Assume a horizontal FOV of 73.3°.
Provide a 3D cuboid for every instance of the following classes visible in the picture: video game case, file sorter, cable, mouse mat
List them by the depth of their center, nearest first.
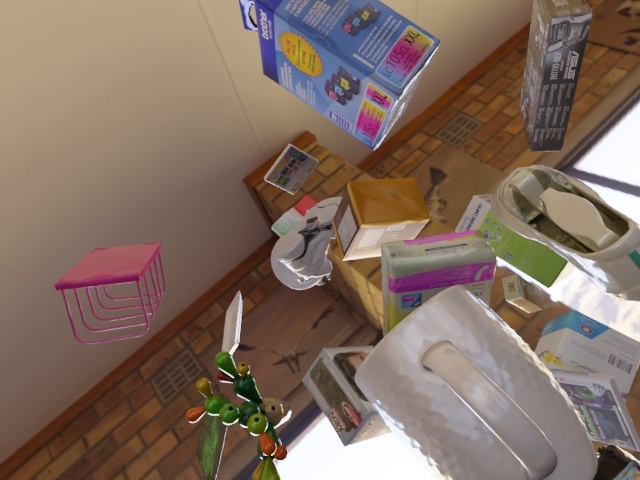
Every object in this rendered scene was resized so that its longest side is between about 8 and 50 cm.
[{"bbox_3d":[0.591,0.372,0.967,0.022,0.173,0.190,-35,-78,-31],"label":"video game case"},{"bbox_3d":[-0.281,0.510,1.105,0.007,0.153,0.189,8,-81,-32],"label":"mouse mat"},{"bbox_3d":[-0.571,0.140,1.228,0.202,0.290,0.182,-7,-73,-8],"label":"file sorter"},{"bbox_3d":[-0.103,-0.252,1.540,0.143,0.019,0.157,23,-65,-41],"label":"video game case"},{"bbox_3d":[-0.098,0.094,1.922,0.089,0.257,0.257,-38,-61,-74],"label":"cable"}]

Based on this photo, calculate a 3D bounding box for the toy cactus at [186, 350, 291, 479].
[{"bbox_3d":[-0.105,0.281,0.671,0.112,0.219,0.180,-45,-29,4],"label":"toy cactus"}]

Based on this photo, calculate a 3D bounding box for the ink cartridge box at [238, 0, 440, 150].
[{"bbox_3d":[0.016,-0.399,0.912,0.151,0.395,0.270,-53,-4,-10],"label":"ink cartridge box"}]

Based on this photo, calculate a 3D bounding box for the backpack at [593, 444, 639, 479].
[{"bbox_3d":[0.885,0.711,1.259,0.188,0.144,0.166,34,-86,-30],"label":"backpack"}]

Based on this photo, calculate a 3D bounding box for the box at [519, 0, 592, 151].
[{"bbox_3d":[0.532,-0.402,1.001,0.242,0.077,0.307,-72,-23,-45],"label":"box"}]

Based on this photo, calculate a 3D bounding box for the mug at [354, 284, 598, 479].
[{"bbox_3d":[0.253,0.266,0.690,0.276,0.328,0.374,-40,-27,-3],"label":"mug"}]

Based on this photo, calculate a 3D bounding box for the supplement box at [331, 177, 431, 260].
[{"bbox_3d":[0.155,-0.055,1.156,0.191,0.129,0.194,-6,-28,-17],"label":"supplement box"}]

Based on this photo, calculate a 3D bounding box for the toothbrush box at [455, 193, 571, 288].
[{"bbox_3d":[0.552,-0.014,1.172,0.206,0.283,0.122,-10,-50,-46],"label":"toothbrush box"}]

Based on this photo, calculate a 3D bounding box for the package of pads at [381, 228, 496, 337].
[{"bbox_3d":[0.256,0.126,0.956,0.229,0.101,0.296,-8,-56,-3],"label":"package of pads"}]

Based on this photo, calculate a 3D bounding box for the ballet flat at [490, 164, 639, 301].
[{"bbox_3d":[0.384,-0.055,0.706,0.139,0.400,0.139,-4,-62,-7],"label":"ballet flat"}]

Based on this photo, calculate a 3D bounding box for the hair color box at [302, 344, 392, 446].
[{"bbox_3d":[0.157,0.367,1.077,0.374,0.185,0.113,11,-62,-45],"label":"hair color box"}]

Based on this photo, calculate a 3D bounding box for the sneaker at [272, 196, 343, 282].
[{"bbox_3d":[0.000,0.000,1.676,0.366,0.137,0.210,-41,-50,-12],"label":"sneaker"}]

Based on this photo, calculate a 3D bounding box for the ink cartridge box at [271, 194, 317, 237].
[{"bbox_3d":[-0.069,-0.071,1.846,0.224,0.181,0.056,-47,-5,-11],"label":"ink cartridge box"}]

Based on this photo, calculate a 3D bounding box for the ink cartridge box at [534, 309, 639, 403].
[{"bbox_3d":[0.728,0.378,1.225,0.270,0.198,0.197,-57,-15,-16],"label":"ink cartridge box"}]

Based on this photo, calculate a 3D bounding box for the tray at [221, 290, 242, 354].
[{"bbox_3d":[-0.341,0.338,1.680,0.030,0.270,0.145,19,-55,-20],"label":"tray"}]

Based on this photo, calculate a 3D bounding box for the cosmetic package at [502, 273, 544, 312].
[{"bbox_3d":[0.494,0.130,1.047,0.115,0.060,0.041,24,-34,-34],"label":"cosmetic package"}]
